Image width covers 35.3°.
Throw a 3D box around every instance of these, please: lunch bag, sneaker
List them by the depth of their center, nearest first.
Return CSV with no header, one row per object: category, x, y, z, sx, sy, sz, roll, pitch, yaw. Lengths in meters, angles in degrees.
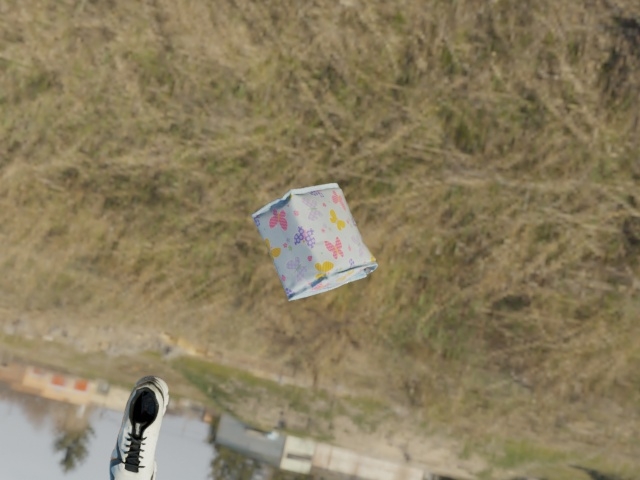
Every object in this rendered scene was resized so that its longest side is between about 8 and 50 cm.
lunch bag,0.000,0.000,0.721,0.053,0.071,0.083,-30,171,35
sneaker,-0.151,0.165,0.822,0.040,0.109,0.044,9,175,-2
